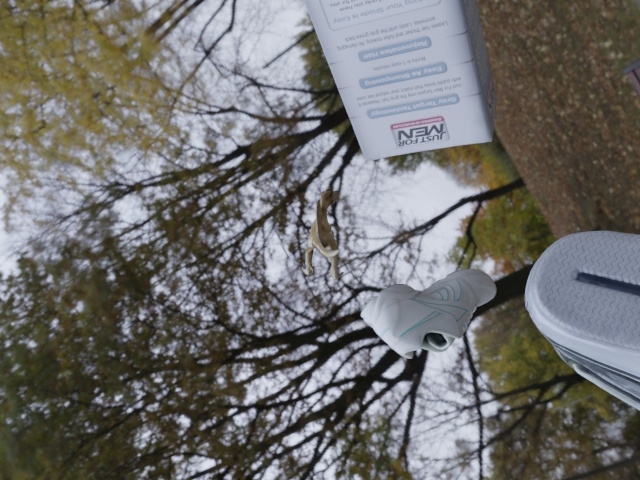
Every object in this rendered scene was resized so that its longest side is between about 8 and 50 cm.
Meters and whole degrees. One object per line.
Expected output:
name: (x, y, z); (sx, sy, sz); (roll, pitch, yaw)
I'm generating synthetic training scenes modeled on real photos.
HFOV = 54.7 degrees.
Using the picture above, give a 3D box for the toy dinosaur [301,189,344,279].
toy dinosaur: (0.000, 0.000, 0.754); (0.183, 0.053, 0.093); (-87, -6, -61)

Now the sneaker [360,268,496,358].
sneaker: (0.106, 0.067, 0.544); (0.152, 0.054, 0.061); (-11, -127, -36)

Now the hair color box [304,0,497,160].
hair color box: (0.097, -0.293, 0.793); (0.114, 0.185, 0.374); (-70, -35, -43)

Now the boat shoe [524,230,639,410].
boat shoe: (0.294, 0.082, 0.369); (0.335, 0.121, 0.119); (24, 166, 37)
